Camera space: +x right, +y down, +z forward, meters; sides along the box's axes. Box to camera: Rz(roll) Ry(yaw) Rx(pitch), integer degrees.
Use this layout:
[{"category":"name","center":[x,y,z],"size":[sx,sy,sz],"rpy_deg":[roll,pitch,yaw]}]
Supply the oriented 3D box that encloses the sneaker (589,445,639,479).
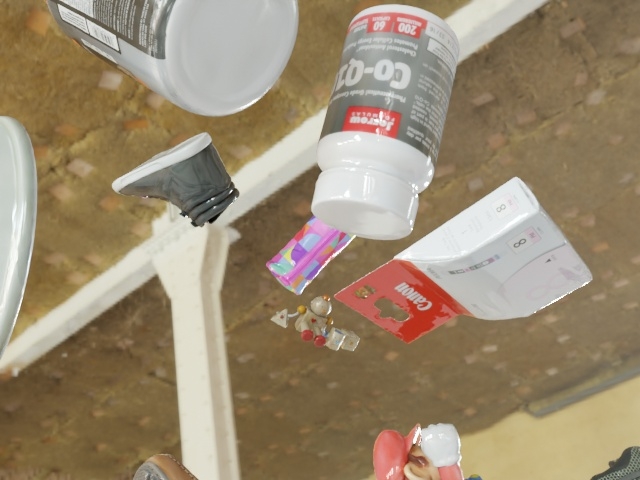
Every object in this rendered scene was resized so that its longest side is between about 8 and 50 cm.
[{"category":"sneaker","center":[0.364,0.251,0.774],"size":[0.228,0.130,0.087],"rpy_deg":[-14,-67,14]}]

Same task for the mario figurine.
[{"category":"mario figurine","center":[0.226,0.364,1.180],"size":[0.170,0.321,0.198],"rpy_deg":[-17,-51,-57]}]

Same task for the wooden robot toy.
[{"category":"wooden robot toy","center":[0.003,0.136,1.379],"size":[0.173,0.076,0.079],"rpy_deg":[25,-79,-22]}]

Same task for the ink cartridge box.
[{"category":"ink cartridge box","center":[0.162,0.050,0.877],"size":[0.232,0.066,0.189],"rpy_deg":[-37,-39,14]}]

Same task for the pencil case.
[{"category":"pencil case","center":[0.000,0.000,1.602],"size":[0.236,0.104,0.104],"rpy_deg":[-47,-41,0]}]

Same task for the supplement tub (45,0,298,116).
[{"category":"supplement tub","center":[-0.206,-0.305,1.001],"size":[0.207,0.338,0.207],"rpy_deg":[-29,-44,-32]}]

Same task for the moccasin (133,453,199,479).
[{"category":"moccasin","center":[-0.076,0.398,0.963],"size":[0.147,0.380,0.139],"rpy_deg":[-29,-31,-57]}]

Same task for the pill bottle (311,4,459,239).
[{"category":"pill bottle","center":[0.085,-0.156,1.077],"size":[0.161,0.283,0.161],"rpy_deg":[13,-18,4]}]

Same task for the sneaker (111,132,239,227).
[{"category":"sneaker","center":[-0.257,-0.082,1.404],"size":[0.296,0.104,0.146],"rpy_deg":[-13,-66,48]}]

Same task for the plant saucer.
[{"category":"plant saucer","center":[-0.512,0.014,1.105],"size":[0.101,0.400,0.400],"rpy_deg":[12,-41,-38]}]
